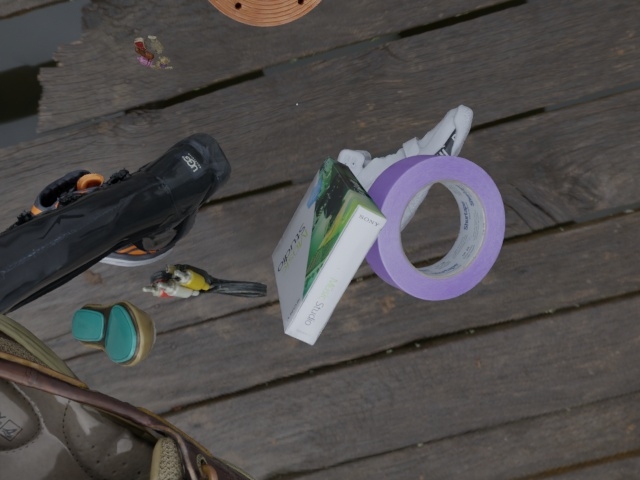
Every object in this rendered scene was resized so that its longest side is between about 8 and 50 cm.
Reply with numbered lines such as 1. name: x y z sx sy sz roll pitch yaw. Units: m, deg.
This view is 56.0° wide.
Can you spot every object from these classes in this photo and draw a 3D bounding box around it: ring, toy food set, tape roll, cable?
1. ring: -0.110 -0.611 1.231 0.337 0.032 0.336 -12 130 -14
2. toy food set: -0.385 -0.419 1.365 0.078 0.122 0.019 5 72 12
3. tape roll: 0.216 -0.027 1.163 0.275 0.090 0.274 -4 101 -20
4. cable: -0.241 0.109 1.266 0.140 0.287 0.072 -22 61 32

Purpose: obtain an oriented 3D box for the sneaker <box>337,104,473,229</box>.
1. sneaker: 0.166 -0.179 1.348 0.210 0.137 0.365 37 105 8

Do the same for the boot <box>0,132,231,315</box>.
1. boot: -0.394 0.011 1.002 0.146 0.445 0.367 48 139 -1

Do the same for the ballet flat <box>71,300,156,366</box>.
1. ballet flat: -0.259 0.117 0.802 0.073 0.232 0.080 10 86 -39

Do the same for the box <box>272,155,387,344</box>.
1. box: 0.000 0.000 1.030 0.059 0.322 0.232 25 105 -18

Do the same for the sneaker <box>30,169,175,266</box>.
1. sneaker: -0.441 -0.047 1.269 0.321 0.125 0.180 -3 119 -44

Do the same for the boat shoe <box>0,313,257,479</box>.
1. boat shoe: -0.113 0.162 0.354 0.342 0.123 0.123 44 69 -10
